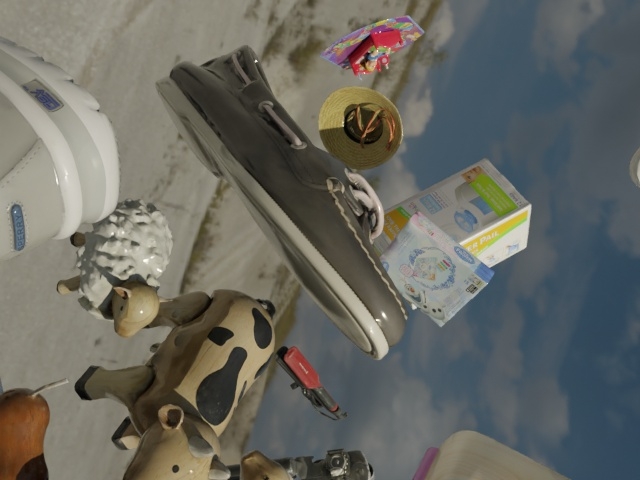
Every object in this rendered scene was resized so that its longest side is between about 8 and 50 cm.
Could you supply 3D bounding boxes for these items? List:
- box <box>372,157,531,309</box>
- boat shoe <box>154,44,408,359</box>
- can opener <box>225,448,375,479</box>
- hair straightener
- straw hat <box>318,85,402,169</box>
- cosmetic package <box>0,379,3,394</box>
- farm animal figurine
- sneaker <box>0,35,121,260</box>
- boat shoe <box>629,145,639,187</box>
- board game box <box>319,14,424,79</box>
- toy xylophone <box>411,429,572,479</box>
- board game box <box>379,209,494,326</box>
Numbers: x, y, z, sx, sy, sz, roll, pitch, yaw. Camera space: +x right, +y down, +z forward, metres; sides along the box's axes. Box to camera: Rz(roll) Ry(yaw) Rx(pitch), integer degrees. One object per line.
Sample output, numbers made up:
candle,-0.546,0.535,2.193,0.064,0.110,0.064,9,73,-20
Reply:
box,0.185,-0.010,1.063,0.114,0.203,0.103,56,-12,36
boat shoe,-0.022,-0.057,0.542,0.335,0.095,0.112,48,-11,41
can opener,-0.055,0.391,1.170,0.095,0.283,0.076,68,15,-54
hair straightener,-0.021,0.312,1.587,0.089,0.230,0.047,-7,-139,54
straw hat,0.074,-0.185,1.168,0.061,0.144,0.144,-41,155,-53
cosmetic package,-0.424,0.271,0.774,0.225,0.138,0.224,-27,-104,40
farm animal figurine,-0.118,0.173,0.642,0.330,0.172,0.327,51,44,-41
sneaker,-0.231,-0.072,0.334,0.115,0.281,0.105,-44,150,-47
boat shoe,0.502,-0.152,0.955,0.267,0.096,0.088,-38,-166,-3
board game box,0.081,-0.264,1.043,0.169,0.133,0.033,-9,79,-70
toy xylophone,0.256,0.363,0.910,0.236,0.323,0.081,-29,144,-53
board game box,0.102,0.028,0.689,0.020,0.090,0.090,-48,174,-38
